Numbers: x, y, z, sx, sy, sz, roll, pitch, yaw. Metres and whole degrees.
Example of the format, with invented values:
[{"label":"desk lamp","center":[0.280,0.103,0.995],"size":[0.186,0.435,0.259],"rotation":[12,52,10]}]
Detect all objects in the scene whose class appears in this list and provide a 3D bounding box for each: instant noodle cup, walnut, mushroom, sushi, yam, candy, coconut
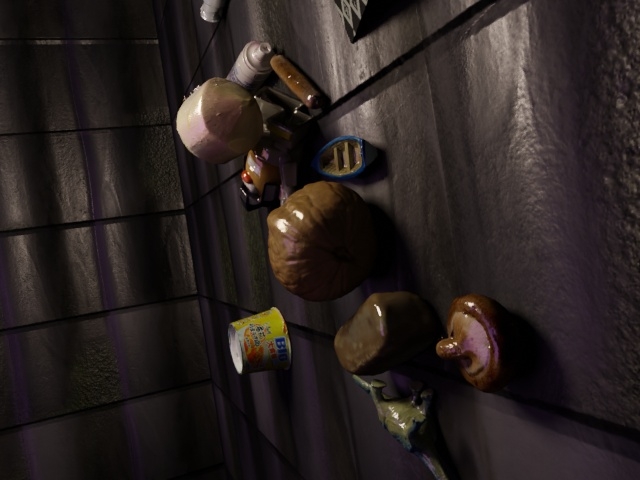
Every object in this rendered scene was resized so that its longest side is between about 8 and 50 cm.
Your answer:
[{"label":"instant noodle cup","center":[-0.192,0.312,1.642],"size":[0.205,0.153,0.205],"rotation":[173,90,-68]},{"label":"walnut","center":[0.000,0.000,0.988],"size":[0.228,0.228,0.228],"rotation":[171,90,-68]},{"label":"mushroom","center":[0.205,0.131,0.686],"size":[0.127,0.087,0.127],"rotation":[168,90,-71]},{"label":"sushi","center":[-0.001,-0.451,0.859],"size":[0.219,0.047,0.231],"rotation":[-156,43,-86]},{"label":"yam","center":[-0.054,-0.353,1.187],"size":[0.264,0.046,0.046],"rotation":[-122,32,-47]},{"label":"candy","center":[0.105,0.166,0.926],"size":[0.234,0.104,0.102],"rotation":[119,142,-56]},{"label":"coconut","center":[-0.200,-0.253,1.108],"size":[0.183,0.171,0.171],"rotation":[-26,72,37]}]

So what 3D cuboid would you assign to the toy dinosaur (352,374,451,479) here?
[{"label":"toy dinosaur","center":[0.144,0.309,0.924],"size":[0.363,0.076,0.147],"rotation":[41,139,54]}]

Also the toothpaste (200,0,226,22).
[{"label":"toothpaste","center":[-0.300,-0.801,1.599],"size":[0.299,0.073,0.114],"rotation":[-59,44,47]}]

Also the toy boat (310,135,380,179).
[{"label":"toy boat","center":[0.043,-0.157,1.027],"size":[0.229,0.046,0.080],"rotation":[-175,77,-68]}]

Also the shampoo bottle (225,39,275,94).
[{"label":"shampoo bottle","center":[-0.186,-0.446,1.412],"size":[0.303,0.092,0.092],"rotation":[165,95,-68]}]

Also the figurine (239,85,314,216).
[{"label":"figurine","center":[-0.108,-0.190,1.254],"size":[0.308,0.143,0.308],"rotation":[-174,90,-80]}]
